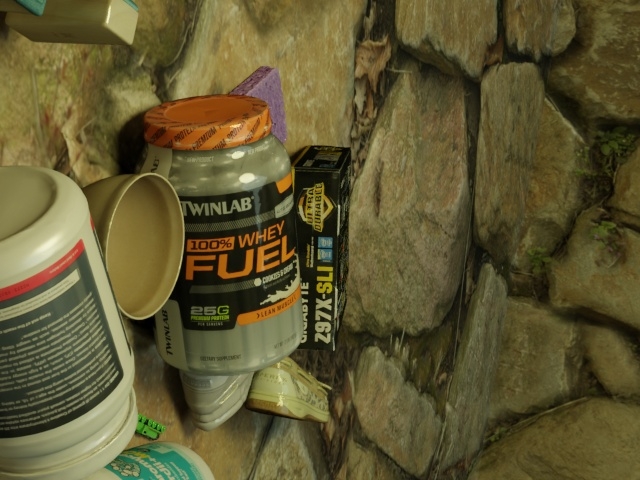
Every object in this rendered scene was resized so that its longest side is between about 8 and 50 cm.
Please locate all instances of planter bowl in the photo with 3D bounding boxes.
[{"bbox_3d":[-0.238,0.002,1.400,0.162,0.109,0.162,5,90,-66],"label":"planter bowl"}]

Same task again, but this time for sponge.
[{"bbox_3d":[-0.106,-0.154,1.766,0.210,0.031,0.117,-50,140,-53],"label":"sponge"}]

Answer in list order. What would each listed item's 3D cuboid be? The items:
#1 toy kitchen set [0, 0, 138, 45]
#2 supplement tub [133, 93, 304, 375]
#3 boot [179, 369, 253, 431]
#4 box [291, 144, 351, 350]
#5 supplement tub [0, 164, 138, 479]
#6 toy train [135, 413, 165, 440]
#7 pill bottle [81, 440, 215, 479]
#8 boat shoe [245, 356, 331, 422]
[{"bbox_3d":[-0.262,-0.298,1.182,0.207,0.122,0.166,32,66,-64],"label":"toy kitchen set"},{"bbox_3d":[-0.125,-0.009,1.552,0.193,0.194,0.315,-43,133,-57],"label":"supplement tub"},{"bbox_3d":[-0.122,0.144,1.752,0.258,0.095,0.123,-56,156,-44],"label":"boot"},{"bbox_3d":[0.000,0.000,1.866,0.322,0.079,0.257,-67,161,-79],"label":"box"},{"bbox_3d":[-0.287,0.083,1.202,0.191,0.191,0.272,-55,143,-48],"label":"supplement tub"},{"bbox_3d":[-0.223,0.237,1.605,0.023,0.017,0.083,-67,153,-13],"label":"toy train"},{"bbox_3d":[-0.235,0.318,1.433,0.264,0.146,0.146,-2,97,-67],"label":"pill bottle"},{"bbox_3d":[-0.039,0.220,1.874,0.285,0.105,0.089,49,50,-79],"label":"boat shoe"}]
